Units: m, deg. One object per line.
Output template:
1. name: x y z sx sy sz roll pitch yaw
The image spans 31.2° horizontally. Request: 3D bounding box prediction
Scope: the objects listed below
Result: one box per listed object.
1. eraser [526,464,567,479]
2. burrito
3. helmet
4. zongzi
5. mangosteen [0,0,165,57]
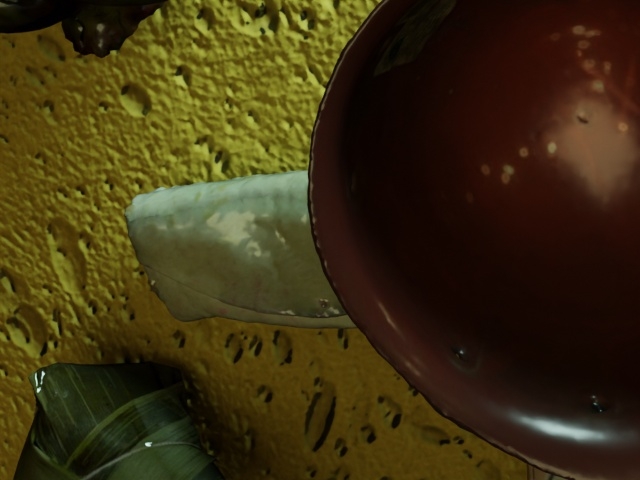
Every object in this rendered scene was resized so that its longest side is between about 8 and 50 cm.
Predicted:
1. eraser: 0.243 0.236 0.848 0.171 0.087 0.291 -3 72 11
2. burrito: 0.000 0.004 0.934 0.299 0.105 0.143 -1 116 18
3. helmet: 0.188 -0.048 0.783 0.337 0.230 0.385 -31 105 21
4. zongzi: -0.169 0.299 1.003 0.317 0.154 0.289 47 126 40
5. mangosteen: -0.185 -0.344 0.768 0.380 0.421 0.381 -2 68 5
